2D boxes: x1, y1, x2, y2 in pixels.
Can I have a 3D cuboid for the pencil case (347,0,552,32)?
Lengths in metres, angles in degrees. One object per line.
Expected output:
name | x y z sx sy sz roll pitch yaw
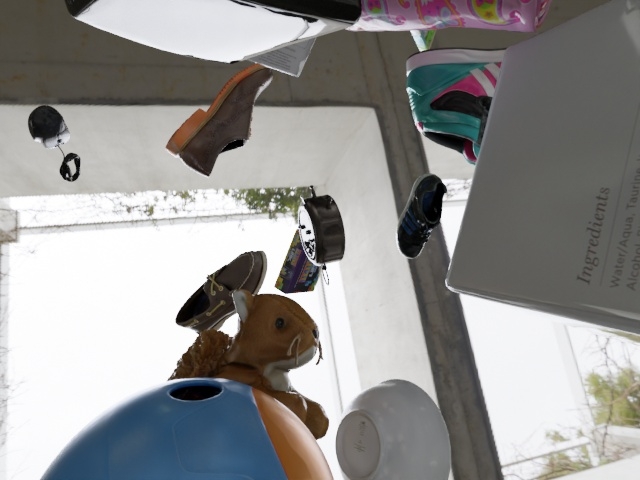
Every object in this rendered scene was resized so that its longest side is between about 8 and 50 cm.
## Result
pencil case | 0.147 -0.330 0.547 0.283 0.124 0.124 18 -116 30

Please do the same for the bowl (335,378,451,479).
bowl | 0.127 0.457 0.958 0.134 0.297 0.298 20 -113 -37

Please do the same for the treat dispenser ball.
treat dispenser ball | -0.120 0.278 0.400 0.287 0.288 0.289 4 -108 -14

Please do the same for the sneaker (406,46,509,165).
sneaker | 0.285 -0.211 0.691 0.295 0.124 0.179 2 -87 14

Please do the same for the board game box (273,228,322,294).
board game box | -0.040 0.057 1.159 0.048 0.141 0.171 27 -78 28

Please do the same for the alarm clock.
alarm clock | 0.000 0.000 0.815 0.064 0.129 0.192 -14 -68 -15

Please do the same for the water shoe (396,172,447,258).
water shoe | 0.216 -0.042 0.932 0.072 0.080 0.203 3 -65 -11

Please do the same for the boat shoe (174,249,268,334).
boat shoe | -0.251 0.130 1.074 0.096 0.324 0.117 18 -139 -38

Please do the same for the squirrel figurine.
squirrel figurine | -0.174 0.280 0.841 0.281 0.396 0.371 28 -111 -54

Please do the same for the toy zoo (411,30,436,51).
toy zoo | 0.312 -0.690 1.253 0.030 0.293 0.193 22 -80 20

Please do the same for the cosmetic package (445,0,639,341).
cosmetic package | 0.405 -0.042 0.425 0.329 0.393 0.328 17 -94 -24

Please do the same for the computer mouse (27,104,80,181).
computer mouse | -0.581 -0.204 0.964 0.041 0.242 0.071 40 -118 10

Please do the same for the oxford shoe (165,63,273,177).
oxford shoe | -0.219 -0.306 1.079 0.132 0.130 0.364 42 -113 -14

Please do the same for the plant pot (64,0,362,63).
plant pot | -0.102 -0.246 0.323 0.166 0.188 0.188 -23 -68 -42

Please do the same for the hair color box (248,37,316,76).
hair color box | -0.051 -0.524 0.807 0.113 0.375 0.185 39 -154 21
